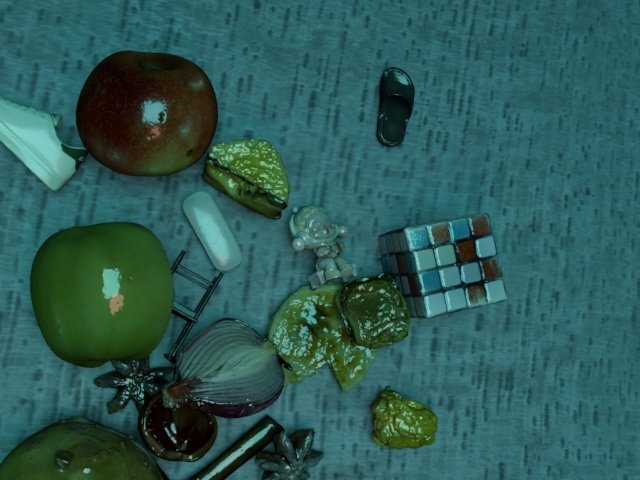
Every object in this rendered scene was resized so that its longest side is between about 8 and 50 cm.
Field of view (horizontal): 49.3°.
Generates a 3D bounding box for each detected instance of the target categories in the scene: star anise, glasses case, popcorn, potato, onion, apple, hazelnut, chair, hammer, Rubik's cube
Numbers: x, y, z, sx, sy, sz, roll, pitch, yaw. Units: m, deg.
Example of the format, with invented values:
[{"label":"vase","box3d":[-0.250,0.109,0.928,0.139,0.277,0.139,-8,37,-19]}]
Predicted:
[{"label":"star anise","box3d":[-0.491,0.373,1.822,0.212,0.073,0.197,42,84,-11]},{"label":"glasses case","box3d":[-0.297,-0.025,1.919,0.092,0.059,0.233,-28,92,-16]},{"label":"popcorn","box3d":[0.229,0.516,1.957,0.194,0.140,0.163,35,72,-6]},{"label":"potato","box3d":[-0.571,0.659,1.603,0.442,0.319,0.385,36,96,-3]},{"label":"onion","box3d":[-0.271,0.366,1.795,0.348,0.159,0.267,-18,56,-35]},{"label":"apple","box3d":[-0.437,-0.325,1.775,0.348,0.348,0.277,7,119,-13]},{"label":"hazelnut","box3d":[-0.362,0.473,1.776,0.201,0.160,0.170,8,70,-8]},{"label":"chair","box3d":[-0.377,0.176,1.836,0.141,0.154,0.260,31,75,-8]},{"label":"apple","box3d":[-0.549,0.140,1.740,0.311,0.320,0.360,-6,88,-29]},{"label":"hammer","box3d":[-0.272,0.607,1.848,0.409,0.095,0.242,-37,93,-17]},{"label":"star anise","box3d":[-0.082,0.601,1.873,0.229,0.093,0.236,-11,110,-35]},{"label":"Rubik's cube","box3d":[0.335,0.073,1.964,0.256,0.259,0.253,-11,86,-15]}]

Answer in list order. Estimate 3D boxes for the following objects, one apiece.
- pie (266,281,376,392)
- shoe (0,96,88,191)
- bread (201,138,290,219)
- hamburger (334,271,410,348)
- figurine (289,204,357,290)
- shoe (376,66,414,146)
[{"label":"pie","box3d":[0.004,0.267,1.955,0.337,0.075,0.337,2,83,-17]},{"label":"shoe","box3d":[-0.761,-0.305,1.799,0.160,0.132,0.363,-45,100,-13]},{"label":"bread","box3d":[-0.190,-0.172,1.897,0.262,0.204,0.162,35,66,-5]},{"label":"hamburger","box3d":[0.146,0.199,1.916,0.183,0.130,0.206,-19,72,1]},{"label":"figurine","box3d":[0.002,0.003,1.950,0.182,0.144,0.257,-19,74,-12]},{"label":"shoe","box3d":[0.230,-0.402,2.072,0.108,0.093,0.241,9,84,-12]}]
